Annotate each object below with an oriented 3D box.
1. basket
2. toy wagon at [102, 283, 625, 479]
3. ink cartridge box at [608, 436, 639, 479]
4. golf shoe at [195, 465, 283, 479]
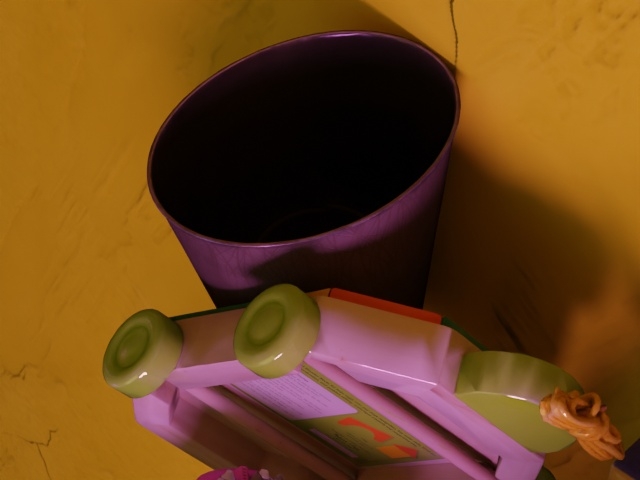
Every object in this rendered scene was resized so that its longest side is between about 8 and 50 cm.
[{"bbox_3d":[0.000,0.000,1.125,0.154,0.204,0.227,52,163,32],"label":"basket"},{"bbox_3d":[0.041,0.110,1.065,0.344,0.068,0.267,-12,142,42],"label":"toy wagon"},{"bbox_3d":[0.287,0.244,0.963,0.303,0.072,0.307,32,134,35],"label":"ink cartridge box"},{"bbox_3d":[0.011,0.283,1.063,0.306,0.115,0.140,43,110,16],"label":"golf shoe"}]
